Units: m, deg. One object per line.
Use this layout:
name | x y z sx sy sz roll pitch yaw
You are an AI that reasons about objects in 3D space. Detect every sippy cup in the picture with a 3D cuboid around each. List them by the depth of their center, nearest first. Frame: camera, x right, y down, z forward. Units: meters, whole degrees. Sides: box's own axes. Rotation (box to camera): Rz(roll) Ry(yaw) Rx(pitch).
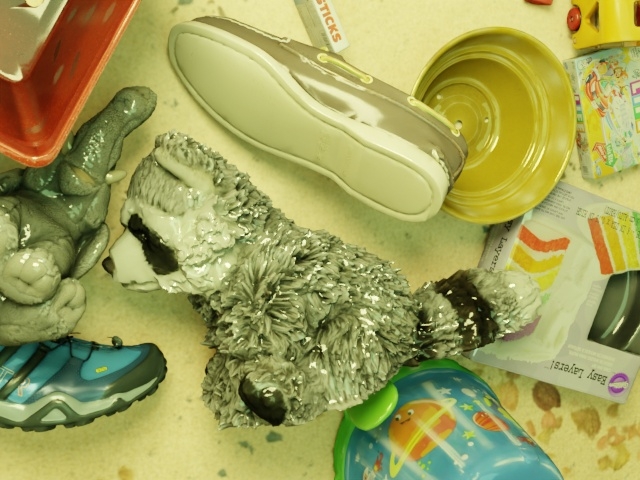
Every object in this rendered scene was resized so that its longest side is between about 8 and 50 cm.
sippy cup | 0.160 0.279 0.942 0.305 0.224 0.240 7 98 -21

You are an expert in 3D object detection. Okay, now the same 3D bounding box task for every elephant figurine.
elephant figurine | -0.254 -0.018 0.758 0.186 0.239 0.169 -2 124 14

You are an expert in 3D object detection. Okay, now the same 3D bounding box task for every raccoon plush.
raccoon plush | 0.000 0.000 0.878 0.446 0.216 0.299 -17 96 -31

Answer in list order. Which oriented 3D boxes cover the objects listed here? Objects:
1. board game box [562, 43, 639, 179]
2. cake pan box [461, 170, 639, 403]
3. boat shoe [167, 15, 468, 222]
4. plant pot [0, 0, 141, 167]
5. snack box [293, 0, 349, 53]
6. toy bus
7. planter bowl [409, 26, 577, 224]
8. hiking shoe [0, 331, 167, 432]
board game box | 0.369 -0.166 1.037 0.103 0.026 0.154 -20 106 -15
cake pan box | 0.322 0.064 1.044 0.267 0.070 0.245 19 95 -21
boat shoe | -0.002 -0.140 0.835 0.324 0.116 0.096 31 54 8
plant pot | -0.290 -0.244 0.679 0.267 0.236 0.267 29 89 -22
snack box | -0.022 -0.281 0.858 0.022 0.064 0.178 -28 108 -11
toy bus | 0.354 -0.319 0.951 0.202 0.104 0.191 40 88 -14
planter bowl | 0.177 -0.131 0.942 0.217 0.090 0.217 -3 100 -19
hiking shoe | -0.303 0.113 0.808 0.304 0.113 0.132 -2 98 -21
